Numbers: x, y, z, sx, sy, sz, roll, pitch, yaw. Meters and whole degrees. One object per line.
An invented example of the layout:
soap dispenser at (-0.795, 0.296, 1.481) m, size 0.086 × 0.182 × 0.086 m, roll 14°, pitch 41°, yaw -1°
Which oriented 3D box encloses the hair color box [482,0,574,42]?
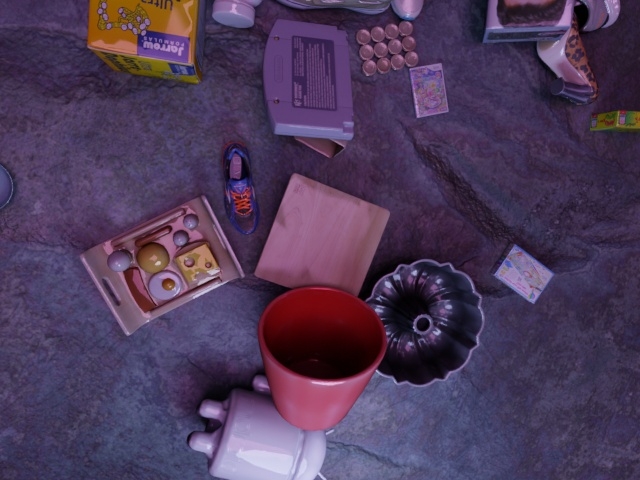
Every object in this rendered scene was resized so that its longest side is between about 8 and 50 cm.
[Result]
hair color box at (0.496, -0.675, 1.040) m, size 0.186 × 0.113 × 0.374 m, roll 5°, pitch 98°, yaw 15°

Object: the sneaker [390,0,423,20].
sneaker at (0.216, -0.640, 1.036) m, size 0.088 × 0.092 × 0.228 m, roll 2°, pitch 99°, yaw -12°

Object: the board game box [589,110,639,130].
board game box at (0.839, -0.318, 1.193) m, size 0.181 × 0.092 × 0.043 m, roll -1°, pitch 98°, yaw -10°

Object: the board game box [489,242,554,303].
board game box at (0.561, 0.092, 1.236) m, size 0.154 × 0.026 × 0.103 m, roll 34°, pitch 91°, yaw -13°

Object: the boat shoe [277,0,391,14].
boat shoe at (0.024, -0.587, 1.008) m, size 0.303 × 0.094 × 0.109 m, roll 1°, pitch 98°, yaw -10°

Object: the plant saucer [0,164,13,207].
plant saucer at (-0.737, -0.122, 0.977) m, size 0.119 × 0.021 × 0.119 m, roll -1°, pitch 99°, yaw -9°

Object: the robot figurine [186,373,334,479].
robot figurine at (-0.137, 0.484, 1.079) m, size 0.354 × 0.200 × 0.299 m, roll 19°, pitch 67°, yaw -12°

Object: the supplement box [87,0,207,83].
supplement box at (-0.333, -0.530, 0.901) m, size 0.195 × 0.194 × 0.356 m, roll 5°, pitch 97°, yaw -11°

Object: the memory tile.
memory tile at (0.164, -0.470, 1.089) m, size 0.148 × 0.012 × 0.113 m, roll -15°, pitch 97°, yaw -8°

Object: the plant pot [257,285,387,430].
plant pot at (-0.007, 0.281, 1.010) m, size 0.275 × 0.275 × 0.243 m, roll 0°, pitch 127°, yaw -10°

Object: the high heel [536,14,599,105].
high heel at (0.659, -0.486, 1.160) m, size 0.186 × 0.093 × 0.261 m, roll 1°, pitch 86°, yaw -32°

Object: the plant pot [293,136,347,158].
plant pot at (0.014, -0.272, 1.052) m, size 0.109 × 0.109 × 0.096 m, roll 26°, pitch 80°, yaw -13°

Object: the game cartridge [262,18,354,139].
game cartridge at (-0.031, -0.360, 0.990) m, size 0.198 × 0.062 × 0.297 m, roll 1°, pitch 68°, yaw -6°

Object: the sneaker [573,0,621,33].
sneaker at (0.654, -0.654, 1.111) m, size 0.108 × 0.100 × 0.271 m, roll -27°, pitch 102°, yaw 0°

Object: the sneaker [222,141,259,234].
sneaker at (-0.192, -0.120, 1.041) m, size 0.083 × 0.087 × 0.221 m, roll -12°, pitch 100°, yaw -8°

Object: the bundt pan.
bundt pan at (0.243, 0.197, 1.146) m, size 0.331 × 0.124 × 0.330 m, roll -1°, pitch 98°, yaw -9°

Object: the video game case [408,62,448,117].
video game case at (0.274, -0.379, 1.125) m, size 0.087 × 0.011 × 0.122 m, roll -13°, pitch 100°, yaw -8°

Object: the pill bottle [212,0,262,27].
pill bottle at (-0.178, -0.587, 0.959) m, size 0.121 × 0.121 × 0.216 m, roll 6°, pitch 97°, yaw -11°

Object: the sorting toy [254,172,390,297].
sorting toy at (0.000, 0.000, 1.091) m, size 0.256 × 0.089 × 0.257 m, roll 20°, pitch 94°, yaw -12°

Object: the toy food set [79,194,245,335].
toy food set at (-0.359, 0.057, 1.034) m, size 0.306 × 0.092 × 0.219 m, roll -26°, pitch 101°, yaw -5°
